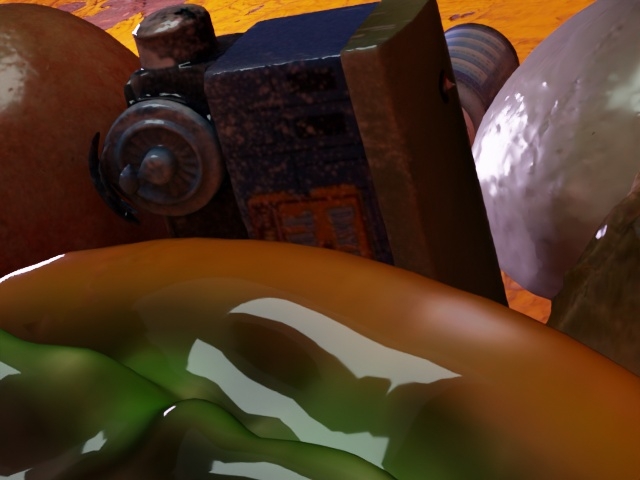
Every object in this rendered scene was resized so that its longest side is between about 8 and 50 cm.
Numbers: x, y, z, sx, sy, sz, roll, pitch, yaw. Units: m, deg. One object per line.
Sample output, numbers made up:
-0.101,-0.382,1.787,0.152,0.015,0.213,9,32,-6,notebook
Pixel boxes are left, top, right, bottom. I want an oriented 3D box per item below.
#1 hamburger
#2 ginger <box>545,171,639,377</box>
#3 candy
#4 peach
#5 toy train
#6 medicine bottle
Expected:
-0.024,0.187,0.440,0.396,0.395,0.277,-8,27,38,hamburger
0.235,0.041,0.869,0.270,0.123,0.219,-4,53,36,ginger
0.224,-0.075,1.089,0.295,0.185,0.295,-23,26,12,candy
-0.198,-0.022,1.124,0.252,0.252,0.252,-22,21,9,peach
0.000,0.000,1.010,0.202,0.299,0.131,-7,25,21,toy train
0.103,-0.104,1.438,0.083,0.083,0.203,-14,23,27,medicine bottle
